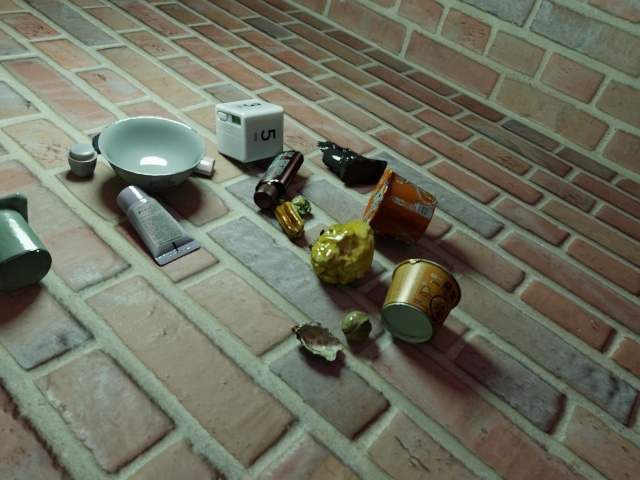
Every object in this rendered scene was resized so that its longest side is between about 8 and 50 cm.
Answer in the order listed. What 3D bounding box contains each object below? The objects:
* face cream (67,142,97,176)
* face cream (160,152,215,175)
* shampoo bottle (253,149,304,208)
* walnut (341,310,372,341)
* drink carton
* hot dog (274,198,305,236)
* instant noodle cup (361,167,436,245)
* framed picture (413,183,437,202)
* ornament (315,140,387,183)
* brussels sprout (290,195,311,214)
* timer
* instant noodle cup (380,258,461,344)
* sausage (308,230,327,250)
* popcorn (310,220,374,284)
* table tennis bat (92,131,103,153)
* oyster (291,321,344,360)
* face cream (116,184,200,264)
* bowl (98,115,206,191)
[{"bbox_3d":[-0.793,-0.267,1.791,0.091,0.095,0.091,10,38,-8],"label":"face cream"},{"bbox_3d":[-0.490,-0.291,1.971,0.199,0.057,0.084,15,45,-7],"label":"face cream"},{"bbox_3d":[-0.158,-0.227,1.981,0.129,0.084,0.323,-10,31,22],"label":"shampoo bottle"},{"bbox_3d":[0.102,0.242,1.516,0.092,0.092,0.092,11,38,-9],"label":"walnut"},{"bbox_3d":[-0.807,0.022,1.379,0.191,0.185,0.189,-25,65,-43],"label":"drink carton"},{"bbox_3d":[-0.107,-0.074,1.846,0.072,0.055,0.188,-27,43,-4],"label":"hot dog"},{"bbox_3d":[0.278,-0.106,1.901,0.192,0.250,0.250,24,37,-5],"label":"instant noodle cup"},{"bbox_3d":[0.374,-0.179,2.201,0.183,0.011,0.142,-18,50,-37],"label":"framed picture"},{"bbox_3d":[0.117,-0.339,2.244,0.251,0.106,0.260,0,31,-32],"label":"ornament"},{"bbox_3d":[-0.071,-0.124,1.927,0.085,0.058,0.085,16,50,-20],"label":"brussels sprout"},{"bbox_3d":[-0.274,-0.428,2.081,0.195,0.194,0.192,-20,34,-39],"label":"timer"},{"bbox_3d":[0.282,0.186,1.565,0.216,0.215,0.172,26,48,12],"label":"instant noodle cup"},{"bbox_3d":[0.000,0.000,1.823,0.026,0.026,0.116,30,39,16],"label":"sausage"},{"bbox_3d":[0.078,0.029,1.687,0.191,0.190,0.253,26,34,0],"label":"popcorn"},{"bbox_3d":[-0.777,-0.345,1.952,0.150,0.027,0.236,29,38,14],"label":"table tennis bat"},{"bbox_3d":[-0.014,0.273,1.455,0.148,0.051,0.103,41,38,5],"label":"oyster"},{"bbox_3d":[-0.508,-0.050,1.650,0.274,0.096,0.154,46,42,14],"label":"face cream"},{"bbox_3d":[-0.566,-0.266,1.821,0.346,0.157,0.345,10,40,-8],"label":"bowl"}]
